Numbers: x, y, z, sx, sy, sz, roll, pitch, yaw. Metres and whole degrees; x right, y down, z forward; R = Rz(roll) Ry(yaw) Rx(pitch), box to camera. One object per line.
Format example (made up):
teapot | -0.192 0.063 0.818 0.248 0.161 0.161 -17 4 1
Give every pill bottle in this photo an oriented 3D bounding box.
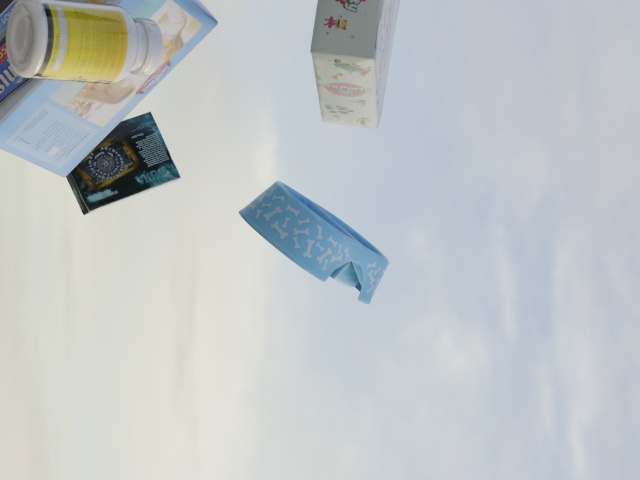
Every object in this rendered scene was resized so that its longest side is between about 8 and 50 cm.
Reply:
pill bottle | -0.299 -0.253 1.809 0.103 0.184 0.103 0 -90 53

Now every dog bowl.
dog bowl | 0.000 0.000 2.080 0.166 0.297 0.074 41 -85 31

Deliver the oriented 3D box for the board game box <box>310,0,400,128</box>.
board game box | 0.056 -0.319 2.092 0.303 0.098 0.224 78 20 -76

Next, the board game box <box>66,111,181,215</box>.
board game box | -0.334 -0.128 2.328 0.026 0.186 0.126 -28 -94 55

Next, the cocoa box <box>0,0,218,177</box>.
cocoa box | -0.373 -0.305 2.075 0.228 0.347 0.231 49 8 22
